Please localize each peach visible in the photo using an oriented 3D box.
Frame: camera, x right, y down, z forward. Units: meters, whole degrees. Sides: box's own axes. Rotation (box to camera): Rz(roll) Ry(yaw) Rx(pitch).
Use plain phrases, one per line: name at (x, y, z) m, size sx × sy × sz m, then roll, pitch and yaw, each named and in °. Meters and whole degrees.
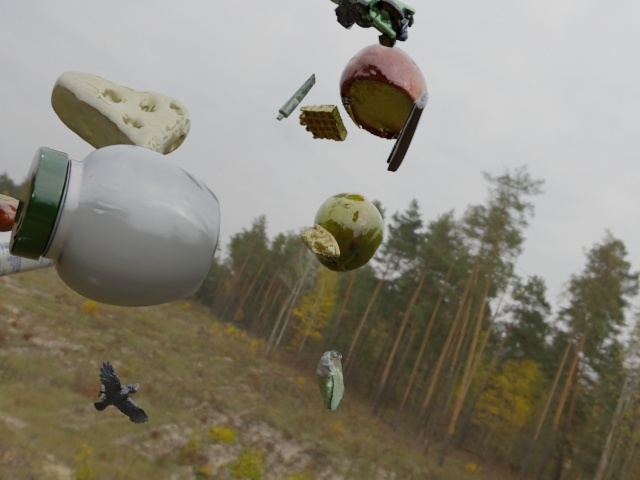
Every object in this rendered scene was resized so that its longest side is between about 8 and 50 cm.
peach at (0.259, -0.618, 2.552) m, size 0.335 × 0.309 × 0.406 m, roll -19°, pitch -39°, yaw 35°

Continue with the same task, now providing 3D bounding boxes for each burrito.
burrito at (0.036, 0.508, 2.304) m, size 0.089 × 0.144 × 0.228 m, roll 3°, pitch -55°, yaw 14°

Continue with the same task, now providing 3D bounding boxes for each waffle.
waffle at (-0.001, -0.491, 2.620) m, size 0.211 × 0.055 × 0.160 m, roll 10°, pitch -39°, yaw 36°

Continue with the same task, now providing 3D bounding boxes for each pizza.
pizza at (0.000, 0.000, 1.992) m, size 0.099 × 0.035 × 0.160 m, roll -8°, pitch 42°, yaw -30°

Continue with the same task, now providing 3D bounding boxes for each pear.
pear at (0.093, -0.036, 2.222) m, size 0.269 × 0.321 × 0.269 m, roll 16°, pitch -34°, yaw 11°

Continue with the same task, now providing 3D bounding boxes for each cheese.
cheese at (-0.540, -0.354, 1.715) m, size 0.328 × 0.129 × 0.351 m, roll 36°, pitch 31°, yaw -5°

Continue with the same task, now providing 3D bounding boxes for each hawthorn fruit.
hawthorn fruit at (-0.798, -0.062, 1.612) m, size 0.081 × 0.081 × 0.093 m, roll 19°, pitch 14°, yaw 27°

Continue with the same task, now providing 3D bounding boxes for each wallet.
wallet at (0.270, -0.335, 1.919) m, size 0.049 × 0.229 × 0.182 m, roll 25°, pitch 32°, yaw 5°

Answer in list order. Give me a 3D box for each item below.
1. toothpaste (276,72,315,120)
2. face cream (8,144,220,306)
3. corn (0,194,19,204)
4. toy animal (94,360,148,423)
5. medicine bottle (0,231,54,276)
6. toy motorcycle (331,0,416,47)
toothpaste at (-0.085, -0.509, 2.243) m, size 0.041 × 0.218 × 0.064 m, roll 34°, pitch -16°, yaw 16°
face cream at (-0.391, -0.032, 1.224) m, size 0.357 × 0.312 × 0.219 m, roll 17°, pitch -5°, yaw -30°
corn at (-1.027, -0.114, 1.912) m, size 0.080 × 0.080 × 0.231 m, roll 16°, pitch 1°, yaw 43°
toy animal at (-0.499, 0.381, 1.543) m, size 0.108 × 0.062 × 0.220 m, roll -11°, pitch -57°, yaw 11°
medicine bottle at (-0.832, 0.020, 1.866) m, size 0.130 × 0.130 × 0.341 m, roll 17°, pitch 20°, yaw 39°
toy motorcycle at (0.144, -0.730, 1.991) m, size 0.331 × 0.125 × 0.196 m, roll 35°, pitch -11°, yaw 26°
